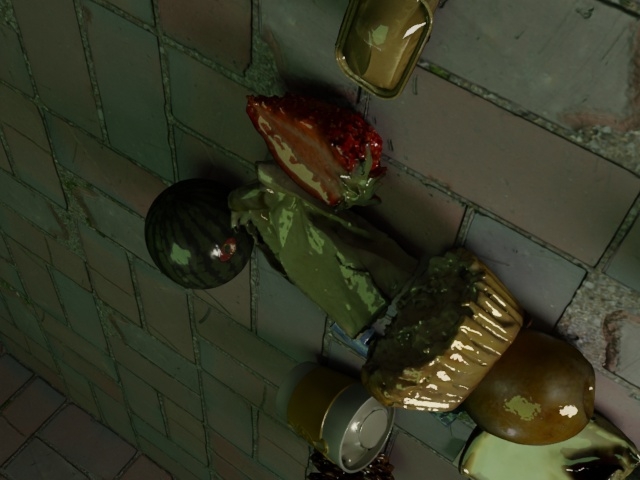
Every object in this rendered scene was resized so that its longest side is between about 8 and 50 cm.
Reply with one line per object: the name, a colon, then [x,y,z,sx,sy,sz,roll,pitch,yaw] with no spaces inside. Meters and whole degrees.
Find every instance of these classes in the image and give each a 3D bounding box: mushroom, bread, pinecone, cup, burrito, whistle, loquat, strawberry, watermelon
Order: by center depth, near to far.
bread: [0.181,0.148,1.231,0.149,0.274,0.274,37,149,-8]
strawberry: [-0.004,-0.146,1.232,0.228,0.098,0.174,30,147,23]
loquat: [0.317,0.227,1.272,0.227,0.179,0.179,3,132,43]
burrito: [0.002,-0.002,1.363,0.332,0.135,0.190,43,145,1]
mushroom: [0.425,0.375,1.393,0.292,0.212,0.218,32,105,37]
watermelon: [-0.229,-0.015,1.537,0.212,0.212,0.212,28,146,21]
whistle: [0.150,0.245,1.580,0.304,0.062,0.062,40,149,2]
cup: [0.036,0.391,1.776,0.226,0.185,0.241,24,148,36]
pinecone: [0.062,0.559,1.921,0.221,0.221,0.221,28,146,21]

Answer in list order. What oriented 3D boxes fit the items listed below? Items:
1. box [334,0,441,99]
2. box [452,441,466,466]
box: [0.082,-0.254,0.996,0.111,0.111,0.177,36,149,9]
box: [0.313,0.459,1.700,0.054,0.024,0.083,31,146,13]
